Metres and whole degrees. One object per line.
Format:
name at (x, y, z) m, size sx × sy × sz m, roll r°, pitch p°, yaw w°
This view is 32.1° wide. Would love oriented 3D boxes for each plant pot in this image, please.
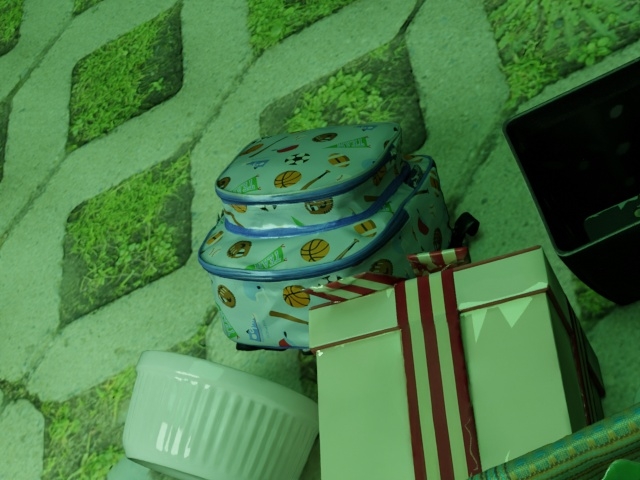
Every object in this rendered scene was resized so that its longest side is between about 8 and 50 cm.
plant pot at (0.316, -0.047, 1.108) m, size 0.188 × 0.167 × 0.187 m, roll -26°, pitch 48°, yaw 13°

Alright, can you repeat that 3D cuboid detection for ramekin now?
ramekin at (-0.106, 0.199, 1.154) m, size 0.207 × 0.207 × 0.109 m, roll 7°, pitch 71°, yaw 34°

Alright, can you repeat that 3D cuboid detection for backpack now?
backpack at (0.000, 0.000, 1.196) m, size 0.277 × 0.213 × 0.263 m, roll -9°, pitch 32°, yaw 26°

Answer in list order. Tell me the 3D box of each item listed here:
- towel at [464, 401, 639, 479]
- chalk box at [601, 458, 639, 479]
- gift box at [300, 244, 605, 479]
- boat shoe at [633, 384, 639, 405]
towel at (0.217, 0.250, 0.849) m, size 0.370 × 0.271 × 0.040 m, roll -29°, pitch 30°, yaw 18°
chalk box at (0.185, 0.283, 0.707) m, size 0.180 × 0.179 × 0.289 m, roll 15°, pitch 90°, yaw -1°
gift box at (0.115, 0.162, 1.011) m, size 0.276 × 0.255 × 0.258 m, roll -12°, pitch 53°, yaw 15°
boat shoe at (0.400, 0.069, 0.993) m, size 0.302 × 0.114 × 0.091 m, roll -61°, pitch 29°, yaw 0°
